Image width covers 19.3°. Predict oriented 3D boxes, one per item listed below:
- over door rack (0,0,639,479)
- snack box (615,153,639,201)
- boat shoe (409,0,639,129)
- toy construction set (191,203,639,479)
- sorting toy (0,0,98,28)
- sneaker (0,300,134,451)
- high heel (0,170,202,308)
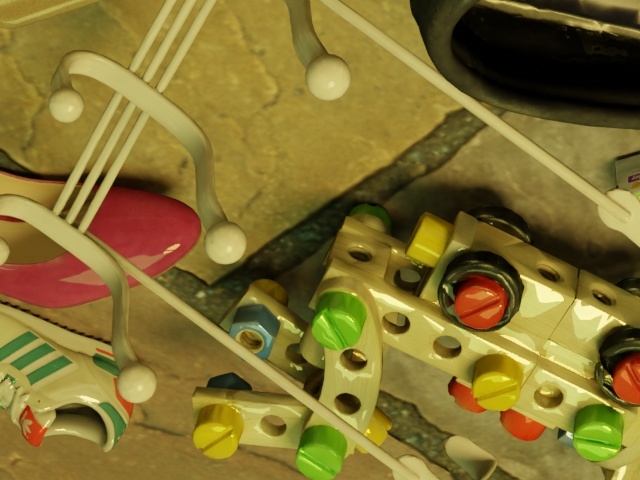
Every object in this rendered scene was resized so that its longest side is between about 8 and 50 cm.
[{"bbox_3d":[0.000,0.000,0.971,0.324,0.108,0.239,30,124,-6],"label":"over door rack"},{"bbox_3d":[0.256,-0.023,1.095,0.141,0.037,0.100,-17,131,25],"label":"snack box"},{"bbox_3d":[0.270,-0.106,0.913,0.500,0.156,0.187,9,138,-7],"label":"boat shoe"},{"bbox_3d":[0.102,0.088,1.153,0.327,0.151,0.215,17,125,-17],"label":"toy construction set"},{"bbox_3d":[-0.063,-0.225,0.895,0.307,0.041,0.229,-18,146,5],"label":"sorting toy"},{"bbox_3d":[-0.200,0.094,1.260,0.161,0.075,0.057,19,136,-13],"label":"sneaker"},{"bbox_3d":[-0.198,-0.024,1.134,0.244,0.082,0.117,1,141,22],"label":"high heel"}]
